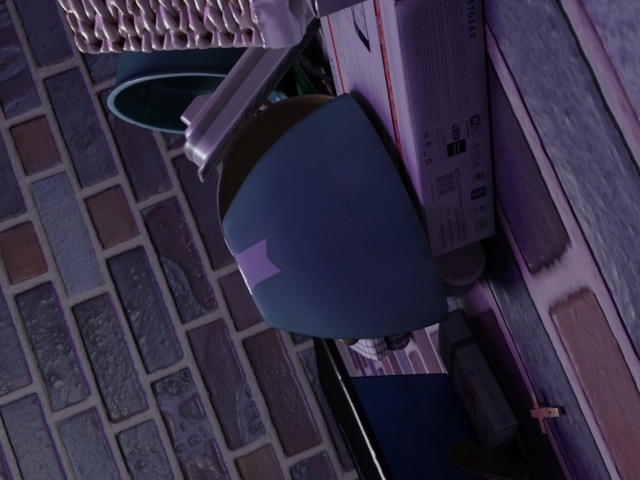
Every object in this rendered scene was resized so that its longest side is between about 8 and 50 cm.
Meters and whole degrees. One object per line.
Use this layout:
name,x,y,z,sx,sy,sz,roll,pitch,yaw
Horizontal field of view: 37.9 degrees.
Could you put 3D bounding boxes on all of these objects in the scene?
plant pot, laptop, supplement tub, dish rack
plant pot,0.018,-0.058,1.379,0.191,0.284,0.284,10,-125,-66
laptop,0.166,0.297,1.346,0.408,0.236,0.382,82,165,-55
supplement tub,0.161,0.031,1.141,0.107,0.071,0.071,91,157,-76
dish rack,-0.098,-0.240,1.349,0.072,0.333,0.285,38,177,-4
plant pot,0.000,0.000,1.092,0.290,0.195,0.290,156,90,-88
plant pot,-0.226,-0.411,1.778,0.341,0.341,0.334,97,172,-79

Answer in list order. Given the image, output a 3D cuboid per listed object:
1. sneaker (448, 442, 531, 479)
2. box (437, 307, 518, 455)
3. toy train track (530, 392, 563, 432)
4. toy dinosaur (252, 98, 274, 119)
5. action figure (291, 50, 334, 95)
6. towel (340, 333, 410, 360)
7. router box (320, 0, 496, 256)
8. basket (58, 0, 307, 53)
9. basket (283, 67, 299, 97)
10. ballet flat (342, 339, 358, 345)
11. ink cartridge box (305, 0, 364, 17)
sneaker,0.243,0.328,1.337,0.042,0.118,0.067,-65,-26,-26
box,0.225,0.210,1.358,0.145,0.038,0.186,79,168,-63
toy train track,0.264,0.197,1.076,0.083,0.014,0.048,124,132,-76
toy dinosaur,-0.086,-0.185,1.650,0.218,0.164,0.322,57,180,-43
action figure,-0.002,-0.259,1.656,0.232,0.063,0.137,62,174,22
towel,0.062,0.104,1.953,0.283,0.121,0.235,21,135,64
router box,0.079,-0.200,1.000,0.335,0.082,0.301,75,172,-47
basket,-0.161,-0.417,1.042,0.331,0.266,0.328,-84,-16,-47
basket,-0.092,-0.303,1.954,0.204,0.154,0.227,85,159,-59
ballet flat,0.079,0.048,1.705,0.116,0.124,0.342,-38,-53,-54
ink cartridge box,0.023,-0.303,0.795,0.087,0.153,0.208,75,173,-53
